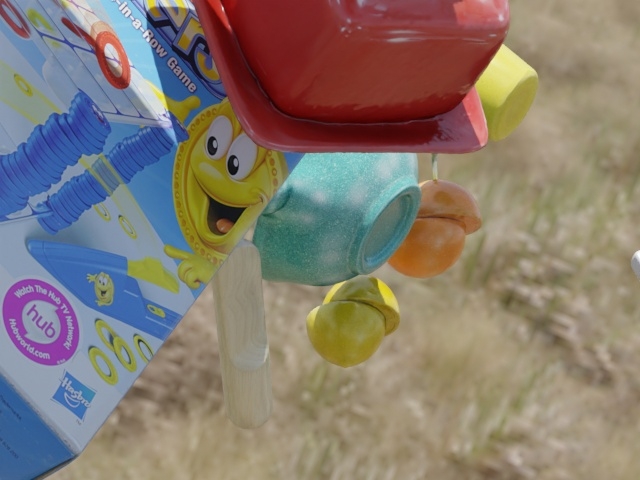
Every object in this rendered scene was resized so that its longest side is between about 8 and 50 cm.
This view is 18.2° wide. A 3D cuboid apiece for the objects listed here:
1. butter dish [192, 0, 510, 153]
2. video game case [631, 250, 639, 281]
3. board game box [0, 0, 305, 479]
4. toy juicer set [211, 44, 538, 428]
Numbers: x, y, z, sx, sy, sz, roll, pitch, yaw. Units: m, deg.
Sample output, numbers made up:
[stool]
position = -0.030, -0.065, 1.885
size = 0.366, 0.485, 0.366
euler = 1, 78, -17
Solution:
[butter dish]
position = 0.026, -0.130, 0.917
size = 0.160, 0.118, 0.160
euler = -2, 63, -41
[video game case]
position = 0.301, 0.045, 1.284
size = 0.157, 0.019, 0.143
euler = -15, 56, -16
[board game box]
position = -0.162, -0.090, 0.912
size = 0.308, 0.086, 0.302
euler = 49, 42, -13
[toy juicer set]
position = 0.000, 0.000, 1.238
size = 0.089, 0.209, 0.329
euler = 33, 42, 21
